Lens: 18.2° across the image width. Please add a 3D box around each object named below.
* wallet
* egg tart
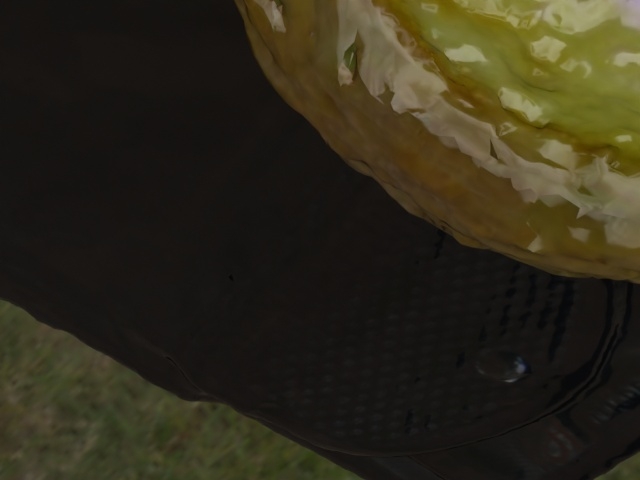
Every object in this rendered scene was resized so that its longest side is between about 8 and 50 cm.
[{"bbox_3d":[0.000,0.000,0.766,0.323,0.247,0.041,32,44,-12],"label":"wallet"},{"bbox_3d":[0.111,-0.111,0.573,0.123,0.294,0.294,42,25,-72],"label":"egg tart"}]
